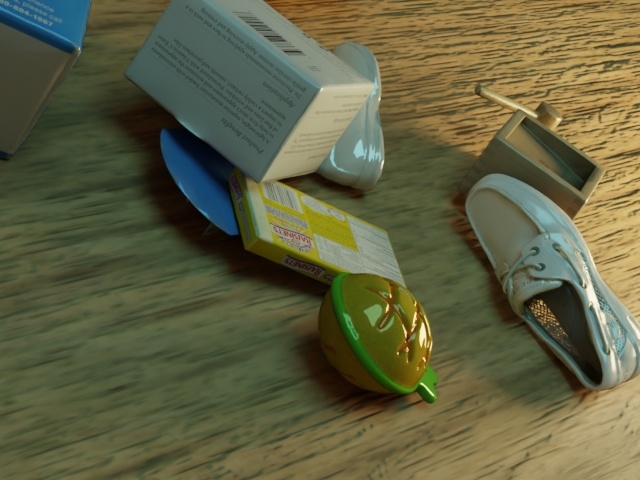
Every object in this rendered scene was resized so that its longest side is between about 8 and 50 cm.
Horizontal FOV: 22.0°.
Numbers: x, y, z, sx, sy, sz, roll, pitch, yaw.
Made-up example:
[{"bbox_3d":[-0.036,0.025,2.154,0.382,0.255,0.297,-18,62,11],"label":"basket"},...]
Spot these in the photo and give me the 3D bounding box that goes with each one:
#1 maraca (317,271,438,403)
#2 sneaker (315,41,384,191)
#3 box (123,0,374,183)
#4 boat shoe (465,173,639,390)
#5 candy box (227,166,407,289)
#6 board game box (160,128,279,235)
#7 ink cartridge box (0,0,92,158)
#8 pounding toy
[{"bbox_3d":[0.063,0.094,1.585,0.186,0.099,0.127,32,37,-54],"label":"maraca"},{"bbox_3d":[0.014,-0.150,1.825,0.094,0.080,0.212,10,45,-17],"label":"sneaker"},{"bbox_3d":[-0.069,-0.161,1.669,0.181,0.119,0.182,39,16,11],"label":"box"},{"bbox_3d":[0.244,0.044,1.786,0.277,0.098,0.096,51,37,15],"label":"boat shoe"},{"bbox_3d":[0.000,0.000,1.654,0.206,0.027,0.105,24,36,-35],"label":"candy box"},{"bbox_3d":[-0.103,-0.051,1.647,0.133,0.033,0.169,55,28,17],"label":"board game box"},{"bbox_3d":[-0.365,-0.307,1.586,0.285,0.166,0.395,24,39,-20],"label":"ink cartridge box"},{"bbox_3d":[0.233,-0.095,1.940,0.181,0.094,0.206,36,27,5],"label":"pounding toy"}]
